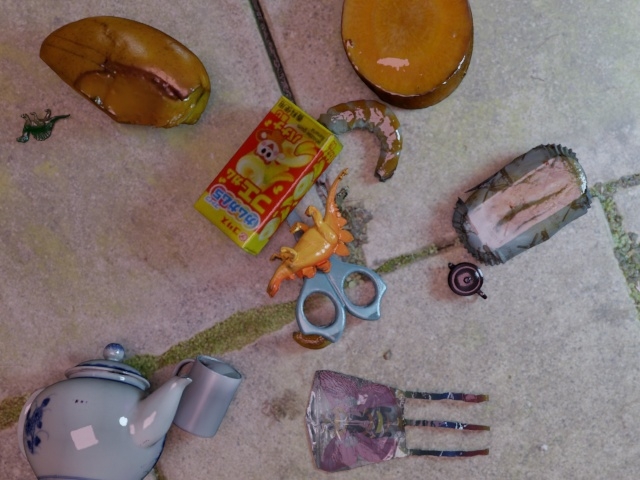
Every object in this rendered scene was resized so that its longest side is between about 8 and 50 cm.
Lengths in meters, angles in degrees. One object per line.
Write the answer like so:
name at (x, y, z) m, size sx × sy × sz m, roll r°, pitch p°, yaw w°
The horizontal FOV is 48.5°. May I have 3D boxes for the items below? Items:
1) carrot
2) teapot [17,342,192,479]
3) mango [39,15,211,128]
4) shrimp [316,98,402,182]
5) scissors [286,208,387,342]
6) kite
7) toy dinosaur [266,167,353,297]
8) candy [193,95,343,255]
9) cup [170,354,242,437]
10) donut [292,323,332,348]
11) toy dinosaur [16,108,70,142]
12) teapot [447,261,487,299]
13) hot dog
carrot at (0.167, -0.408, 1.354) m, size 0.259 × 0.100 × 0.307 m, roll -3°, pitch 87°, yaw 1°
teapot at (-0.413, 0.325, 1.327) m, size 0.424 × 0.252 × 0.279 m, roll -13°, pitch 58°, yaw 28°
mango at (-0.377, -0.317, 1.361) m, size 0.350 × 0.201 × 0.199 m, roll 25°, pitch 55°, yaw 12°
shrimp at (0.080, -0.191, 1.388) m, size 0.161 × 0.049 × 0.165 m, roll -7°, pitch 96°, yaw 2°
scissors at (-0.018, 0.021, 1.389) m, size 0.191 × 0.029 × 0.360 m, roll -28°, pitch 80°, yaw -13°
kite at (0.148, 0.352, 1.386) m, size 0.361 × 0.022 × 0.204 m, roll -2°, pitch 90°, yaw 5°
toy dinosaur at (0.000, 0.000, 1.348) m, size 0.117 × 0.070 × 0.288 m, roll 39°, pitch 76°, yaw -8°
candy at (-0.099, -0.122, 1.355) m, size 0.146 × 0.088 × 0.276 m, roll 41°, pitch 92°, yaw 16°
cup at (-0.229, 0.296, 1.387) m, size 0.099 × 0.136 × 0.133 m, roll 23°, pitch 92°, yaw -30°
donut at (-0.012, 0.183, 1.390) m, size 0.083 × 0.038 × 0.067 m, roll 19°, pitch 94°, yaw 2°
toy dinosaur at (-0.563, -0.235, 1.445) m, size 0.120 × 0.029 × 0.060 m, roll -12°, pitch 104°, yaw -1°
teapot at (0.283, 0.078, 1.366) m, size 0.100 × 0.045 × 0.068 m, roll 43°, pitch 94°, yaw 4°
hot dog at (0.382, -0.066, 1.345) m, size 0.271 × 0.082 × 0.162 m, roll -34°, pitch 78°, yaw 11°
